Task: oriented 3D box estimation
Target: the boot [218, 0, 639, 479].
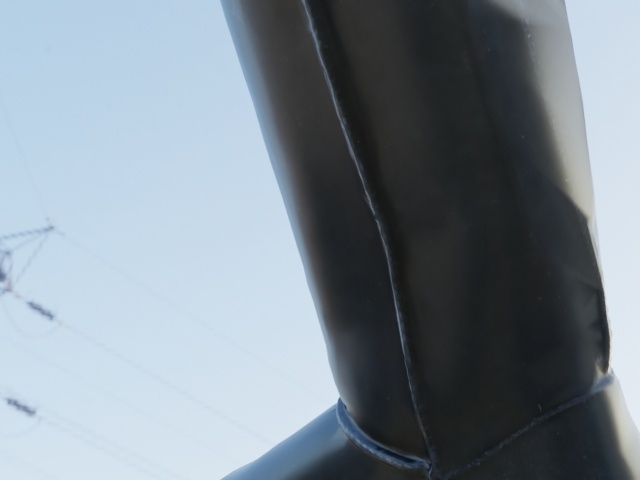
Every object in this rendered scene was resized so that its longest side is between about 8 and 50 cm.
[{"bbox_3d":[0.002,0.000,0.669,0.367,0.146,0.445,-11,-79,40],"label":"boot"}]
